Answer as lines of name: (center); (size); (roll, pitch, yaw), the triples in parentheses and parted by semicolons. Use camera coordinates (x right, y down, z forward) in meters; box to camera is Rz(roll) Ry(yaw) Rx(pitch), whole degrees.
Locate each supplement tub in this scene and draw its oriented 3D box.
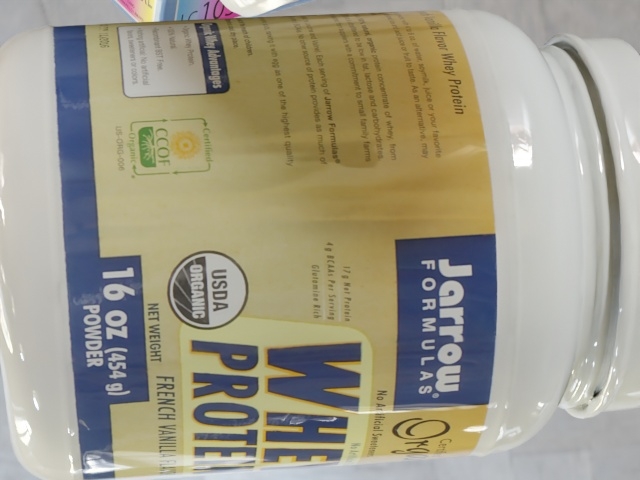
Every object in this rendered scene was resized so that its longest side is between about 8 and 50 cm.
supplement tub: (0.000, 0.000, 0.853); (0.316, 0.228, 0.228); (-4, 131, -7)

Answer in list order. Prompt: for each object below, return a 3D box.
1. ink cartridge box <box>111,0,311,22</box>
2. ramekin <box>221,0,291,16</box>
ink cartridge box: (-0.081, -0.428, 1.750); (0.270, 0.151, 0.395); (-23, 140, -35)
ramekin: (-0.025, -0.290, 1.544); (0.207, 0.207, 0.109); (-23, 106, 20)
